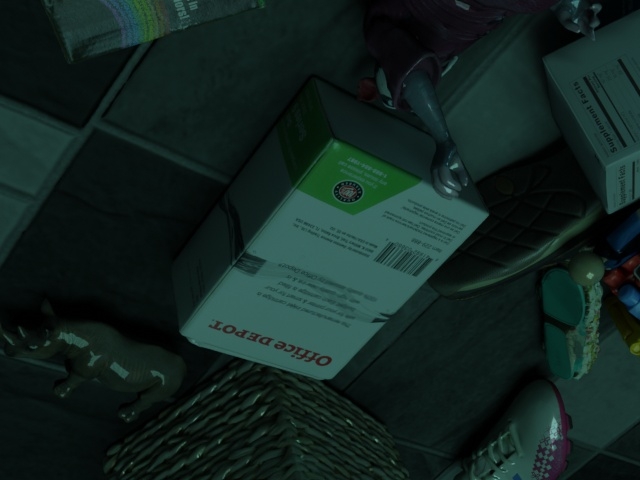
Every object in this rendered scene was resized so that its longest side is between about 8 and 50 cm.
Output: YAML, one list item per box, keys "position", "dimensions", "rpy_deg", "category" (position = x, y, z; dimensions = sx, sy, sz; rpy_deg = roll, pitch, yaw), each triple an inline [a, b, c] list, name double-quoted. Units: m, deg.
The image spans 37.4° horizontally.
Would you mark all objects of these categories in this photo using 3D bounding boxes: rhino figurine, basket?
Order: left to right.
- position: [-0.265, 0.135, 1.105]
  dimensions: [0.243, 0.073, 0.106]
  rpy_deg: [28, 123, -33]
  category: "rhino figurine"
- position: [-0.065, 0.367, 1.245]
  dimensions: [0.328, 0.266, 0.331]
  rpy_deg: [-36, 131, 17]
  category: "basket"

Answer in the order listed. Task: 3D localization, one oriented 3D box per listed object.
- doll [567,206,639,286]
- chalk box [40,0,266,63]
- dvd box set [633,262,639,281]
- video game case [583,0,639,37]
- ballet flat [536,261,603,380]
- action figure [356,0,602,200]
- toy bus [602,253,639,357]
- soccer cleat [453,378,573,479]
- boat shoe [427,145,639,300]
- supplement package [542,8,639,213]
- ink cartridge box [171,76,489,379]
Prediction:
- position: [0.340, -0.012, 0.996]
  dimensions: [0.189, 0.046, 0.129]
  rpy_deg: [-30, 161, -8]
  category: "doll"
- position: [-0.123, -0.252, 0.748]
  dimensions: [0.213, 0.132, 0.132]
  rpy_deg: [-17, 133, -2]
  category: "chalk box"
- position: [0.559, -0.080, 1.010]
  dimensions: [0.421, 0.062, 0.307]
  rpy_deg: [-14, 149, -36]
  category: "dvd box set"
- position: [0.400, -0.264, 0.963]
  dimensions: [0.274, 0.026, 0.196]
  rpy_deg: [-18, 134, 2]
  category: "video game case"
- position: [0.335, 0.091, 1.248]
  dimensions: [0.077, 0.091, 0.241]
  rpy_deg: [-38, 144, -23]
  category: "ballet flat"
- position: [0.113, -0.225, 0.801]
  dimensions: [0.276, 0.248, 0.370]
  rpy_deg: [43, 142, -6]
  category: "action figure"
- position: [0.480, 0.070, 1.232]
  dimensions: [0.211, 0.149, 0.220]
  rpy_deg: [38, 112, -21]
  category: "toy bus"
- position: [0.278, 0.339, 1.422]
  dimensions: [0.143, 0.116, 0.331]
  rpy_deg: [-6, 134, -11]
  category: "soccer cleat"
- position: [0.287, -0.026, 1.077]
  dimensions: [0.355, 0.132, 0.130]
  rpy_deg: [-32, 134, 14]
  category: "boat shoe"
- position: [0.359, -0.153, 0.919]
  dimensions: [0.244, 0.133, 0.139]
  rpy_deg: [-26, 156, 8]
  category: "supplement package"
- position: [0.000, 0.000, 1.022]
  dimensions: [0.211, 0.121, 0.289]
  rpy_deg: [22, 122, -32]
  category: "ink cartridge box"
